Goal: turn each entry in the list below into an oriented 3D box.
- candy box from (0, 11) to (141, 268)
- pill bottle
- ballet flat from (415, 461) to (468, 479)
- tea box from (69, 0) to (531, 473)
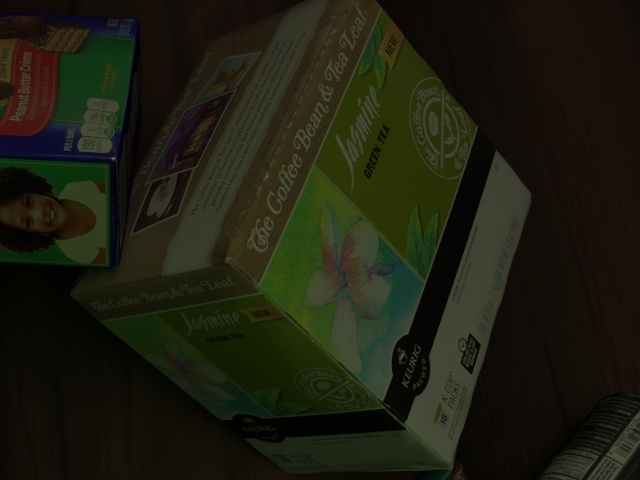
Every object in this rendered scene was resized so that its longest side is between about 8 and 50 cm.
[{"bbox_3d":[-0.323,-0.101,0.968,0.317,0.122,0.268,1,35,-6],"label":"candy box"},{"bbox_3d":[0.276,0.280,1.136,0.130,0.130,0.245,44,59,7],"label":"pill bottle"},{"bbox_3d":[0.075,0.303,1.093,0.221,0.077,0.079,-33,97,-31],"label":"ballet flat"},{"bbox_3d":[0.000,0.000,1.062,0.323,0.220,0.329,44,52,-31],"label":"tea box"}]
